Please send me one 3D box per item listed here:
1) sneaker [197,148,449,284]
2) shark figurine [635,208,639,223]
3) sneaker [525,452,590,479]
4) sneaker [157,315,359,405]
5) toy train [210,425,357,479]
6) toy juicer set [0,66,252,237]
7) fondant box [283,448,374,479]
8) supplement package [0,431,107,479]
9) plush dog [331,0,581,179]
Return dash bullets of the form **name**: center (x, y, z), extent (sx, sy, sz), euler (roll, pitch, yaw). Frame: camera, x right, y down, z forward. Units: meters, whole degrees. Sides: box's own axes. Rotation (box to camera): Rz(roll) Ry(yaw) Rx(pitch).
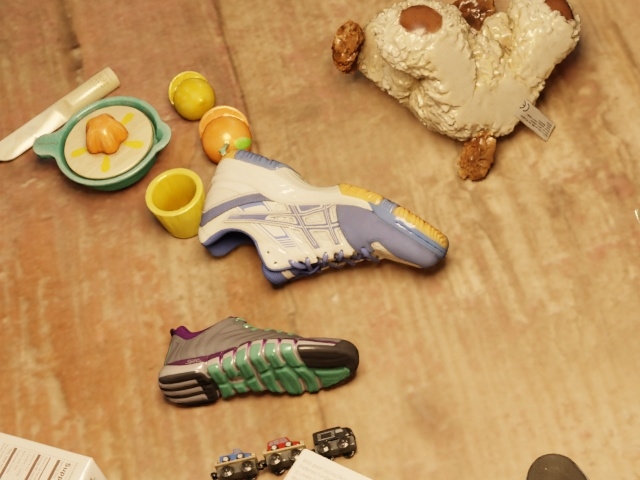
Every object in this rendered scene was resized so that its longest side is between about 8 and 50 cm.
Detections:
- **sneaker**: center (0.000, 0.000, 2.024), extent (0.296, 0.112, 0.131), euler (17, 79, 28)
- **shark figurine**: center (0.409, -0.046, 1.931), extent (0.166, 0.116, 0.278), euler (25, 69, -8)
- **sneaker**: center (0.230, 0.282, 1.716), extent (0.086, 0.132, 0.228), euler (-10, 53, 9)
- **sneaker**: center (-0.068, 0.112, 1.961), extent (0.224, 0.083, 0.098), euler (-7, 49, 12)
- **toy train**: center (-0.040, 0.224, 1.903), extent (0.158, 0.027, 0.036), euler (-15, 49, 5)
- **toy juicer set**: center (-0.233, -0.143, 2.186), extent (0.329, 0.089, 0.209), euler (22, 64, 29)
- **fondant box**: center (0.005, 0.392, 1.727), extent (0.238, 0.096, 0.330), euler (21, 64, 28)
- **supplement package**: center (-0.348, 0.316, 1.816), extent (0.263, 0.199, 0.198), euler (12, 59, 23)
- **plush dog**: center (0.141, -0.206, 2.097), extent (0.262, 0.210, 0.225), euler (-11, 31, -27)
